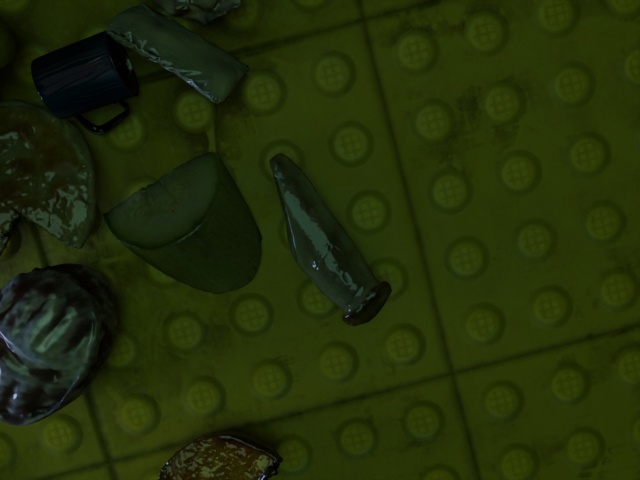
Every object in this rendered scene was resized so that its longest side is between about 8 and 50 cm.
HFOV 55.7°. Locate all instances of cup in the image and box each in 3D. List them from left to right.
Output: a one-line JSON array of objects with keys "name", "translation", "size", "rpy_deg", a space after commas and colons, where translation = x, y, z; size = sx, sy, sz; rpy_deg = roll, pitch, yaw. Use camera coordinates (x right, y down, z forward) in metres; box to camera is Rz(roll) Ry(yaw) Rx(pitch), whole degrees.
[{"name": "cup", "translation": [-0.393, -0.262, 1.027], "size": [0.138, 0.113, 0.150], "rpy_deg": [-19, 93, 3]}]

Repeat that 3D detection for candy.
[{"name": "candy", "translation": [-0.484, 0.177, 1.045], "size": [0.214, 0.157, 0.289], "rpy_deg": [32, 94, 1]}]

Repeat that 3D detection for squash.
[{"name": "squash", "translation": [-0.232, -0.007, 1.100], "size": [0.237, 0.155, 0.204], "rpy_deg": [-31, 58, 4]}]

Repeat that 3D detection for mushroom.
[{"name": "mushroom", "translation": [-0.003, 0.003, 1.070], "size": [0.107, 0.087, 0.333], "rpy_deg": [-38, 91, -1]}]

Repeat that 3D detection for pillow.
[{"name": "pillow", "translation": [-0.239, -0.322, 1.025], "size": [0.229, 0.128, 0.051], "rpy_deg": [32, 136, -3]}]

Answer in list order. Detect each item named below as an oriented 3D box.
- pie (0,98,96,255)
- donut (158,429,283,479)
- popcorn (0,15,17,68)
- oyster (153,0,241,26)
[{"name": "pie", "translation": [-0.547, -0.092, 1.027], "size": [0.338, 0.075, 0.337], "rpy_deg": [2, 79, -10]}, {"name": "donut", "translation": [-0.205, 0.427, 1.098], "size": [0.259, 0.101, 0.152], "rpy_deg": [-44, 93, 4]}, {"name": "popcorn", "translation": [-0.677, -0.324, 0.914], "size": [0.334, 0.294, 0.292], "rpy_deg": [41, 73, -21]}, {"name": "oyster", "translation": [-0.243, -0.475, 0.996], "size": [0.275, 0.100, 0.271], "rpy_deg": [-35, 102, 34]}]
